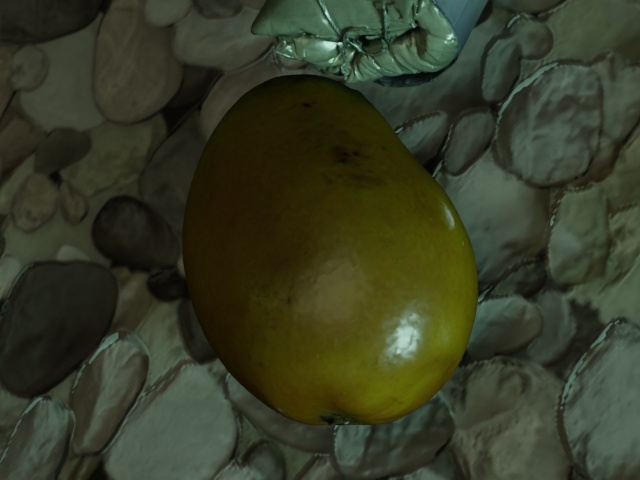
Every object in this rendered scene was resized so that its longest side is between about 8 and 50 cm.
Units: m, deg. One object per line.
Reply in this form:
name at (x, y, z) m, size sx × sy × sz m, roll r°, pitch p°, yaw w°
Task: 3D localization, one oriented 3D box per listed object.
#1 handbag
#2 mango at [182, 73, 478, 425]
handbag at (0.047, -0.159, 0.902) m, size 0.117 × 0.095 × 0.173 m, roll 5°, pitch 52°, yaw 35°
mango at (-0.004, 0.005, 0.873) m, size 0.151 × 0.120 × 0.221 m, roll -41°, pitch 51°, yaw 6°
